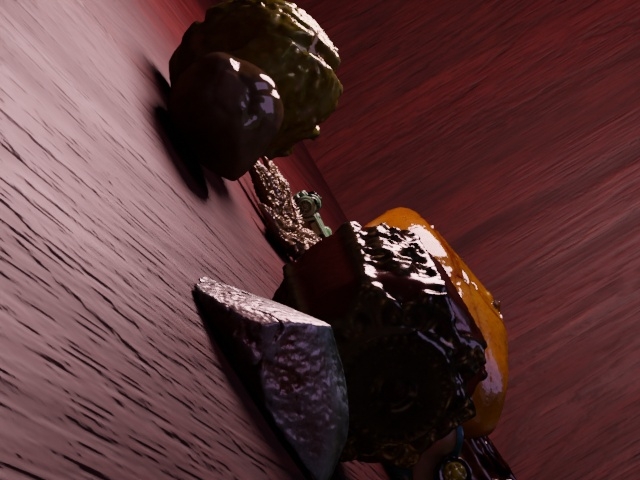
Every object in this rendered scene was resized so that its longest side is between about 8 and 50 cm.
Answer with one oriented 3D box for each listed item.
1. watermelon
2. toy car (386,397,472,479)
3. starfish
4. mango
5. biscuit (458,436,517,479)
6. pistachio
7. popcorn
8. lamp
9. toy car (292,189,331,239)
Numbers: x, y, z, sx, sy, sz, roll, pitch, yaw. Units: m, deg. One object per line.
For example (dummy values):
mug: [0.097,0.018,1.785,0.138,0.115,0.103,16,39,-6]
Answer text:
watermelon: [-0.030,0.097,1.376,0.180,0.081,0.094,53,30,-5]
toy car: [0.099,0.224,1.944,0.126,0.098,0.161,116,-23,-68]
starfish: [-0.037,-0.017,2.202,0.227,0.043,0.240,58,7,16]
mango: [0.129,0.116,2.278,0.350,0.199,0.201,-110,-171,-48]
biscuit: [0.218,0.337,2.440,0.407,0.091,0.407,59,5,-8]
pistachio: [-0.097,-0.125,1.828,0.185,0.108,0.126,-131,-148,-69]
popcorn: [-0.073,-0.170,2.032,0.198,0.198,0.212,61,-30,25]
lamp: [0.045,0.083,1.577,0.177,0.177,0.274,58,4,-17]
toy car: [0.000,0.000,2.487,0.143,0.054,0.073,63,5,-5]
